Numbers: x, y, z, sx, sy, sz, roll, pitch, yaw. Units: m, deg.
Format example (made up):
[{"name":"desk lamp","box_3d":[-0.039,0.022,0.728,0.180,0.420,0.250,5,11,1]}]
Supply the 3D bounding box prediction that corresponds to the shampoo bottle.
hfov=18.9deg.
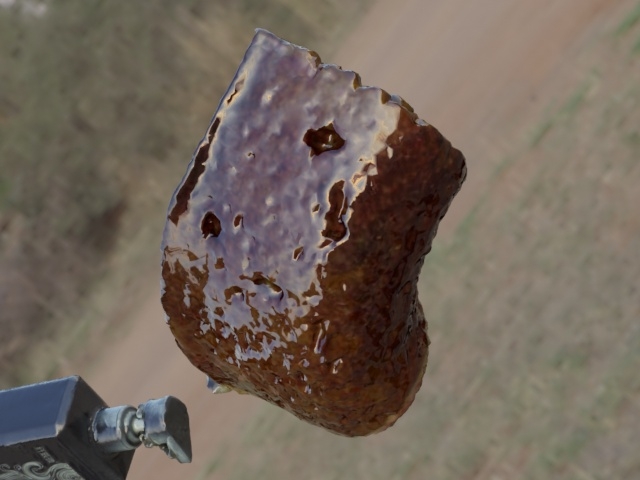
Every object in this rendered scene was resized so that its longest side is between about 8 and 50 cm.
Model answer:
[{"name":"shampoo bottle","box_3d":[-0.242,0.165,1.560,0.309,0.098,0.071,-13,42,28]}]

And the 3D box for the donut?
[{"name":"donut","box_3d":[-0.006,0.009,0.955,0.144,0.126,0.187,18,-82,-59]}]
